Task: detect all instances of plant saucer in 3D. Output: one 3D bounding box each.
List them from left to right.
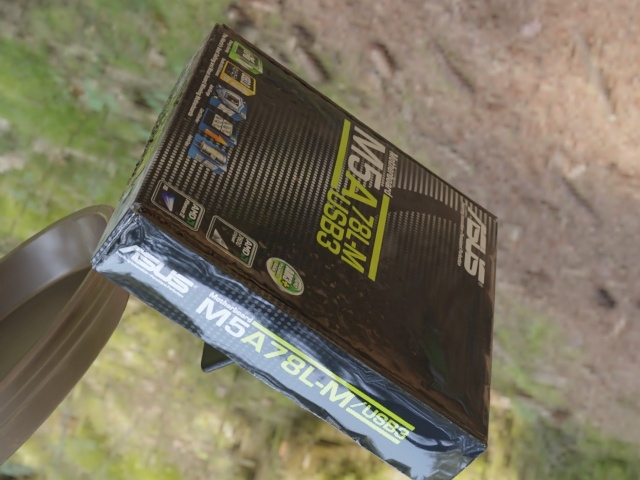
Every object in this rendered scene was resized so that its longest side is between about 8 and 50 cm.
[{"bbox_3d":[-0.212,0.086,0.852,0.041,0.278,0.278,50,145,-18],"label":"plant saucer"}]

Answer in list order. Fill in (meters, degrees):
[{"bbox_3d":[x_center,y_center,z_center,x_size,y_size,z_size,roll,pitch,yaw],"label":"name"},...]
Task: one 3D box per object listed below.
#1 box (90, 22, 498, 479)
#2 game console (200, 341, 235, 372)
[{"bbox_3d":[0.000,0.000,0.673,0.184,0.191,0.045,33,121,-11],"label":"box"},{"bbox_3d":[-0.036,0.052,1.189,0.107,0.071,0.122,-14,174,-44],"label":"game console"}]
